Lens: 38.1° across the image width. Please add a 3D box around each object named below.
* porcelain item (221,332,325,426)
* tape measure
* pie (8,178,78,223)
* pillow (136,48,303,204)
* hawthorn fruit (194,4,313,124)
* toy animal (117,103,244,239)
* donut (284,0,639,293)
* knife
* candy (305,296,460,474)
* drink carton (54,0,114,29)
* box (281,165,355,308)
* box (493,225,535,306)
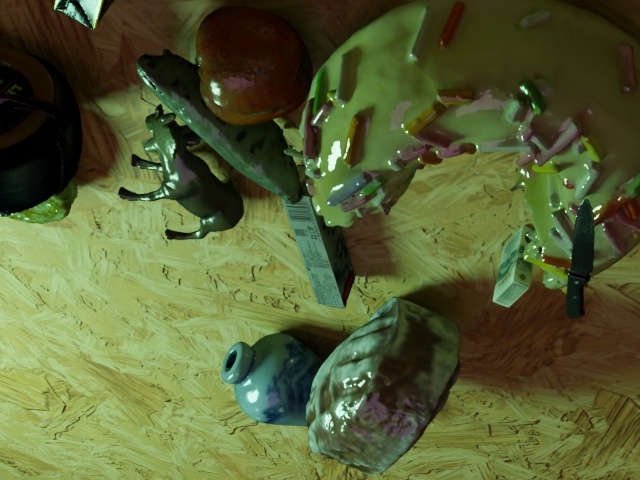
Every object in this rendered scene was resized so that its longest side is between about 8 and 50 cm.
[{"bbox_3d":[-0.029,0.230,1.434,0.259,0.141,0.141,27,144,-25],"label":"porcelain item"},{"bbox_3d":[-0.384,-0.127,1.066,0.223,0.202,0.135,26,146,14],"label":"tape measure"},{"bbox_3d":[-0.440,-0.097,1.230,0.248,0.090,0.201,22,154,-3],"label":"pie"},{"bbox_3d":[-0.099,-0.134,1.017,0.051,0.093,0.241,-27,125,39],"label":"pillow"},{"bbox_3d":[-0.068,-0.177,0.931,0.128,0.128,0.128,13,144,10],"label":"hawthorn fruit"},{"bbox_3d":[-0.159,-0.088,1.121,0.186,0.093,0.214,-6,144,38],"label":"toy animal"},{"bbox_3d":[0.169,-0.088,0.884,0.371,0.150,0.307,17,141,-9],"label":"donut"},{"bbox_3d":[0.245,0.021,0.872,0.023,0.010,0.170,0,138,11],"label":"knife"},{"bbox_3d":[0.079,0.200,1.265,0.157,0.214,0.289,25,139,-7],"label":"candy"},{"bbox_3d":[-0.207,-0.285,0.890,0.056,0.071,0.165,28,145,-7],"label":"drink carton"},{"bbox_3d":[0.000,0.000,1.178,0.040,0.055,0.218,6,142,20],"label":"box"},{"bbox_3d":[0.229,0.030,1.086,0.024,0.083,0.054,24,144,-7],"label":"box"}]
